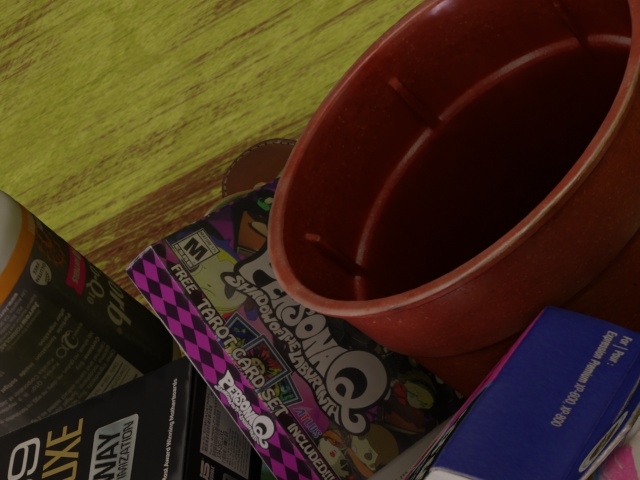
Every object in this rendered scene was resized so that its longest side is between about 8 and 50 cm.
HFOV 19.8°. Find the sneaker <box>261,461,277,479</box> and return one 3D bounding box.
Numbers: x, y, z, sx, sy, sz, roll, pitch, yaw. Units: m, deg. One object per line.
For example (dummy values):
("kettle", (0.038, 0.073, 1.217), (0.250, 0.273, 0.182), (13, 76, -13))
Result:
("sneaker", (-0.034, 0.217, 1.236), (0.366, 0.150, 0.135), (0, 55, 52))

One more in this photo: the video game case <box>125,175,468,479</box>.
("video game case", (0.016, 0.065, 1.202), (0.210, 0.232, 0.042), (-29, -10, -45))

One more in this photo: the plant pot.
("plant pot", (0.154, 0.008, 1.128), (0.272, 0.265, 0.272), (-31, 34, 24))

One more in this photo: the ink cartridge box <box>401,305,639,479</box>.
("ink cartridge box", (0.062, 0.154, 0.964), (0.371, 0.069, 0.176), (-52, -5, 35))

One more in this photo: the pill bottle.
("pill bottle", (-0.214, 0.098, 1.475), (0.162, 0.278, 0.162), (-32, 34, 25))

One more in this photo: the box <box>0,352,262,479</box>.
("box", (-0.154, 0.250, 1.162), (0.242, 0.076, 0.307), (-23, 47, 35))

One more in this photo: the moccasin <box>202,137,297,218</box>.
("moccasin", (-0.002, 0.002, 1.449), (0.139, 0.147, 0.380), (-43, 30, 7))

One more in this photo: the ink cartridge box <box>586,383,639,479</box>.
("ink cartridge box", (0.191, 0.196, 0.899), (0.353, 0.207, 0.119), (-50, -2, -5))
